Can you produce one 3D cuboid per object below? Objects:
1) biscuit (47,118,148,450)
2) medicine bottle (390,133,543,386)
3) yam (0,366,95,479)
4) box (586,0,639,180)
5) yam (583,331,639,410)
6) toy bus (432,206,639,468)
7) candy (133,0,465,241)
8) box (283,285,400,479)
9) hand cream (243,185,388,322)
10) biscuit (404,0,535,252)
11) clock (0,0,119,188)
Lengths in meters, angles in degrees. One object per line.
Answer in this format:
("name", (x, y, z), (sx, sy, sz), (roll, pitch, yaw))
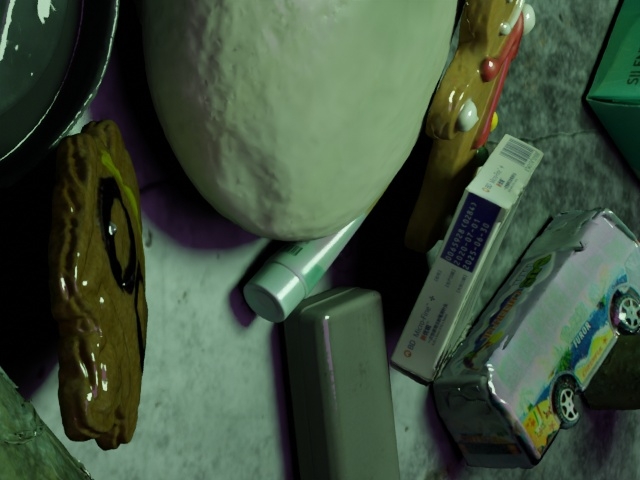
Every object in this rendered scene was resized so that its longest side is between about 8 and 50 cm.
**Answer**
("biscuit", (-0.155, 0.028, 1.219), (0.290, 0.041, 0.208), (-92, 175, -47))
("medicine bottle", (0.141, 0.017, 1.586), (0.171, 0.052, 0.201), (-50, 163, -61))
("yam", (-0.245, 0.212, 1.101), (0.241, 0.241, 0.348), (-61, 137, -28))
("box", (0.442, -0.228, 1.992), (0.205, 0.118, 0.311), (45, 59, -42))
("yam", (0.412, 0.139, 1.887), (0.106, 0.259, 0.106), (8, 79, -47))
("toy bus", (0.241, 0.096, 1.788), (0.317, 0.112, 0.138), (-51, 119, -37))
("candy", (0.006, -0.209, 1.417), (0.386, 0.186, 0.427), (14, 88, -54))
("box", (0.023, 0.169, 1.559), (0.103, 0.055, 0.243), (-20, 109, -49))
("hand cream", (0.000, 0.000, 1.511), (0.047, 0.076, 0.174), (51, 57, -15))
("biscuit", (0.148, -0.143, 1.552), (0.216, 0.047, 0.339), (-58, 164, -51))
("clock", (-0.272, -0.187, 1.156), (0.325, 0.067, 0.325), (-6, 98, -51))
